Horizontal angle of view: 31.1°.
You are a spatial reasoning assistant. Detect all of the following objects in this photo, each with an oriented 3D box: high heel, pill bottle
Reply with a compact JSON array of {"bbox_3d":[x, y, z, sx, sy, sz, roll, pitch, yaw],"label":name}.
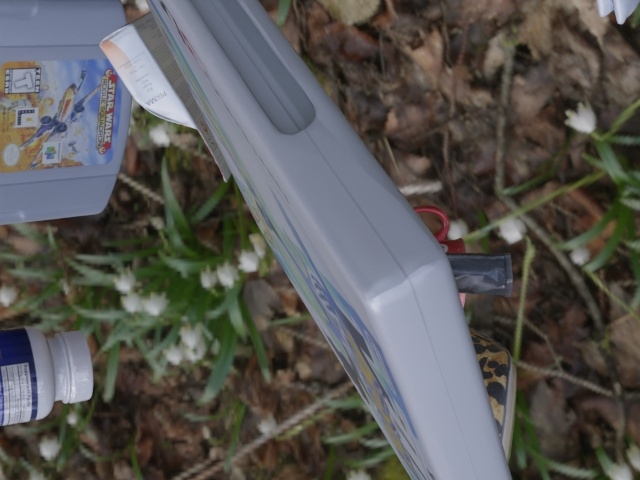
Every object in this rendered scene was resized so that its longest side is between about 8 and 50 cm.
[{"bbox_3d":[0.083,0.114,1.048,0.186,0.261,0.093,1,140,6],"label":"high heel"},{"bbox_3d":[-0.363,0.157,1.325,0.186,0.112,0.112,-7,125,-25],"label":"pill bottle"}]

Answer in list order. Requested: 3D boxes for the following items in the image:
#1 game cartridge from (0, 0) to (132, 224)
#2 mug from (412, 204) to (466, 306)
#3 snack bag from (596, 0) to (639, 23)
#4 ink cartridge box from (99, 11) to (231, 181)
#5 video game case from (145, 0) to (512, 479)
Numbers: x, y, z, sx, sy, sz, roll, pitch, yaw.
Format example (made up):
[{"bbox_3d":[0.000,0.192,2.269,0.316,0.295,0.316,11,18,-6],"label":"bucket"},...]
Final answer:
[{"bbox_3d":[-0.331,-0.163,1.422,0.198,0.062,0.297,-6,118,-32],"label":"game cartridge"},{"bbox_3d":[0.120,0.033,1.675,0.169,0.150,0.113,1,157,-2],"label":"mug"},{"bbox_3d":[0.336,-0.454,1.188,0.037,0.342,0.323,11,144,35],"label":"snack bag"},{"bbox_3d":[-0.148,-0.144,1.178,0.045,0.145,0.179,-26,104,10],"label":"ink cartridge box"},{"bbox_3d":[0.000,0.000,0.577,0.036,0.300,0.329,-30,144,-4],"label":"video game case"}]
